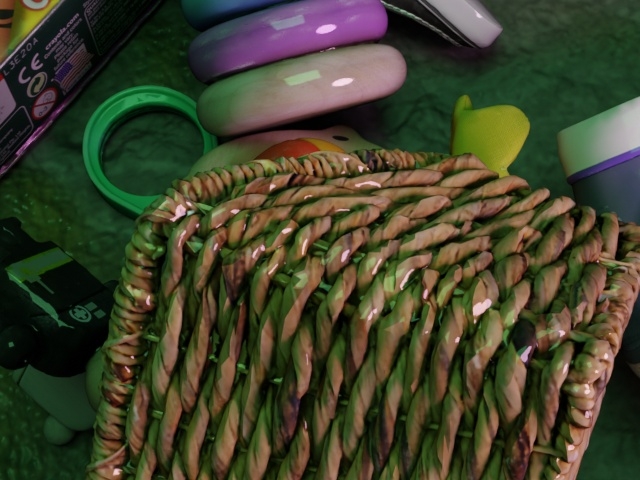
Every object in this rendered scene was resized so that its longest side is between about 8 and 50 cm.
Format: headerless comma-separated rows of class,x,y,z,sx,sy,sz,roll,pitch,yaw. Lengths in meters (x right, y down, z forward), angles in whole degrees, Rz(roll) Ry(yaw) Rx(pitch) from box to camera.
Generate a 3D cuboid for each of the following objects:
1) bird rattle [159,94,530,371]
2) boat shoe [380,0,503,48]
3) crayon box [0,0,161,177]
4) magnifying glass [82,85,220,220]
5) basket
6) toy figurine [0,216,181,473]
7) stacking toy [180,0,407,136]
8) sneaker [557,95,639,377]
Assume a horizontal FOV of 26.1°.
bird rattle,0.000,0.000,0.845,0.253,0.143,0.207,-22,39,-25
boat shoe,0.028,-0.191,0.977,0.219,0.078,0.070,38,106,14
crayon box,-0.274,-0.234,0.991,0.313,0.106,0.363,32,71,17
magnifying glass,-0.081,-0.013,0.921,0.092,0.026,0.231,-31,68,-11
basket,0.020,0.101,0.714,0.223,0.299,0.213,18,26,13
toy figurine,-0.173,0.118,0.766,0.148,0.209,0.213,39,71,11
stacking toy,-0.047,-0.240,0.889,0.141,0.141,0.330,-14,93,-3
sneaker,0.312,-0.001,0.854,0.323,0.130,0.236,-18,85,-21
